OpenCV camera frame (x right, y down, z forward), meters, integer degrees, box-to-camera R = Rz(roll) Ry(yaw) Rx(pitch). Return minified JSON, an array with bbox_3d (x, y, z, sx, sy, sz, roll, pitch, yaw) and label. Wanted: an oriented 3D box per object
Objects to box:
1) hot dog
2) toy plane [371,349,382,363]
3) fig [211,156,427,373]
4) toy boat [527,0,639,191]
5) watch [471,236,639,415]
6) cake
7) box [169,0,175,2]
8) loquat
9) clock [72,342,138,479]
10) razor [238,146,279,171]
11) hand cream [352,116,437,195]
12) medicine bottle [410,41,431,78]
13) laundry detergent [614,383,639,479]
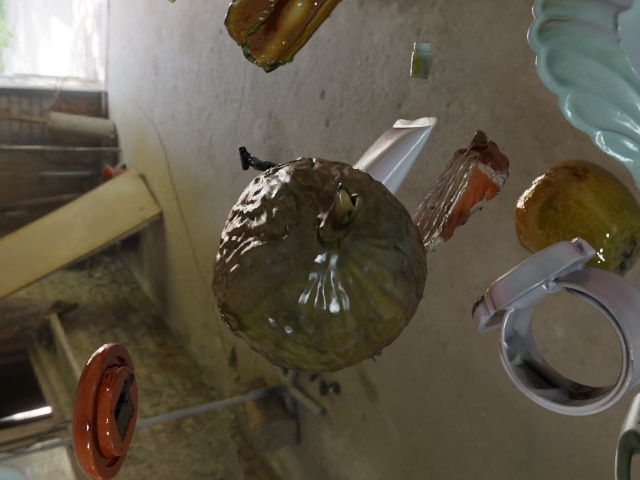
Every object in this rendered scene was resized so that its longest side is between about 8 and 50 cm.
[{"bbox_3d":[-0.012,-0.309,0.683,0.115,0.072,0.269,45,119,-3],"label":"hot dog"},{"bbox_3d":[0.152,0.332,1.979,0.060,0.145,0.037,-33,23,30],"label":"toy plane"},{"bbox_3d":[0.000,0.000,0.745,0.369,0.286,0.286,96,154,-67],"label":"fig"},{"bbox_3d":[0.375,-0.205,0.738,0.290,0.199,0.100,63,164,1],"label":"toy boat"},{"bbox_3d":[0.365,0.139,0.931,0.231,0.196,0.244,57,133,19],"label":"watch"},{"bbox_3d":[0.279,-0.078,1.259,0.287,0.135,0.098,-51,49,1],"label":"cake"},{"bbox_3d":[-0.353,-0.581,1.328,0.149,0.073,0.020,39,152,-5],"label":"box"},{"bbox_3d":[0.595,-0.043,1.410,0.284,0.276,0.276,45,130,38],"label":"loquat"},{"bbox_3d":[-0.323,0.261,0.950,0.205,0.051,0.205,0,-90,-88],"label":"clock"},{"bbox_3d":[-0.053,-0.113,0.949,0.028,0.154,0.044,-71,-16,-45],"label":"razor"},{"bbox_3d":[0.085,-0.096,1.205,0.359,0.118,0.185,-55,17,-3],"label":"hand cream"},{"bbox_3d":[0.243,-0.436,1.494,0.047,0.047,0.083,30,126,49],"label":"medicine bottle"},{"bbox_3d":[0.756,0.443,1.342,0.264,0.124,0.398,-32,27,31],"label":"laundry detergent"}]
